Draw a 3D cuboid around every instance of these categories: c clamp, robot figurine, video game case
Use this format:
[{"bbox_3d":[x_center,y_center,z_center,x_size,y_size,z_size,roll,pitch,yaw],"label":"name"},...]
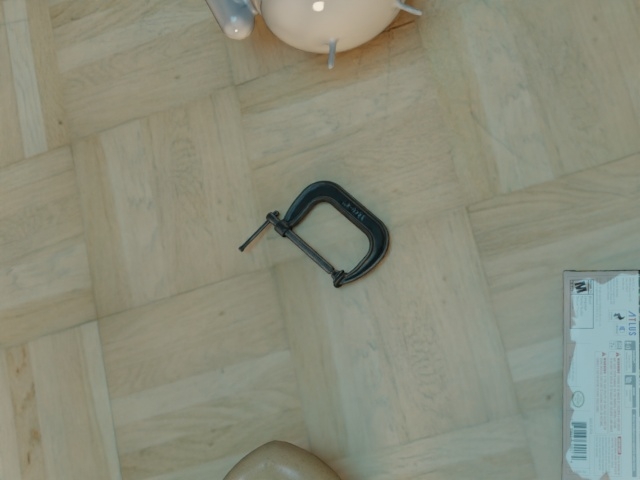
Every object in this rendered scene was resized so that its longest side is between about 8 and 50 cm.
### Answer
[{"bbox_3d":[0.000,0.000,1.367,0.160,0.022,0.137,35,86,25],"label":"c clamp"},{"bbox_3d":[-0.017,-0.372,1.360,0.300,0.200,0.353,-35,68,13],"label":"robot figurine"},{"bbox_3d":[0.363,0.145,1.188,0.210,0.042,0.232,-2,77,19],"label":"video game case"}]

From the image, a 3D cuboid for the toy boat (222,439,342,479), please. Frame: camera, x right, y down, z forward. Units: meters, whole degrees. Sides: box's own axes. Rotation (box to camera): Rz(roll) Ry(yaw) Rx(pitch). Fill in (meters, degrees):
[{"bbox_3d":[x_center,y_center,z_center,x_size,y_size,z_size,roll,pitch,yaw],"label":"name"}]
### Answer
[{"bbox_3d":[-0.099,0.361,1.265,0.318,0.148,0.267,-3,82,12],"label":"toy boat"}]
